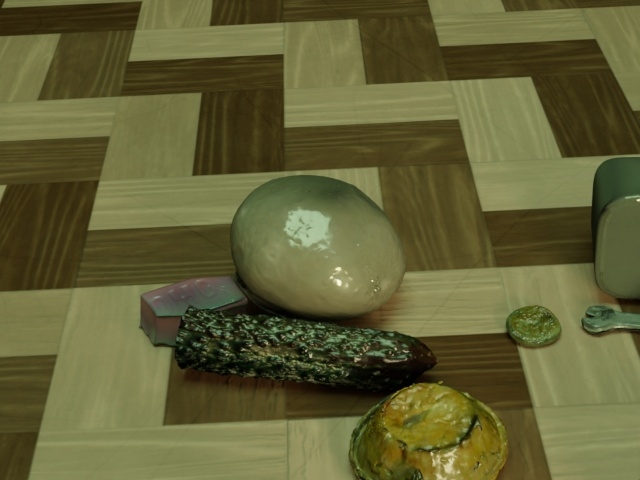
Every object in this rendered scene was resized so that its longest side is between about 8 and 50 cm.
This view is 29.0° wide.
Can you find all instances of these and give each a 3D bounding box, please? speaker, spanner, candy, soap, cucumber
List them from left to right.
[{"bbox_3d":[-0.193,0.103,1.837,0.149,0.056,0.100,-16,33,-20],"label":"soap"},{"bbox_3d":[-0.018,0.157,1.718,0.359,0.096,0.096,7,34,10],"label":"cucumber"},{"bbox_3d":[0.000,0.000,1.845,0.295,0.185,0.295,10,32,-6],"label":"candy"},{"bbox_3d":[0.530,0.123,1.788,0.301,0.017,0.071,5,34,11],"label":"spanner"},{"bbox_3d":[0.612,-0.025,1.867,0.406,0.183,0.184,0,28,6],"label":"speaker"}]

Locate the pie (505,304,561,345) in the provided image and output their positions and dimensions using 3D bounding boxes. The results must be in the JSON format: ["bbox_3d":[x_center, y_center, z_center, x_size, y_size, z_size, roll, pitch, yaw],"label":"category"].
[{"bbox_3d":[0.308,0.124,1.799,0.084,0.021,0.084,-2,38,1],"label":"pie"}]

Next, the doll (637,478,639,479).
[{"bbox_3d":[0.494,0.333,1.331,0.235,0.174,0.330,-21,38,-15],"label":"doll"}]

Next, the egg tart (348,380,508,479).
[{"bbox_3d":[0.135,0.248,1.568,0.212,0.090,0.213,-5,35,3],"label":"egg tart"}]

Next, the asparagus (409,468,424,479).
[{"bbox_3d":[0.105,0.366,1.415,0.027,0.034,0.236,3,44,5],"label":"asparagus"}]
